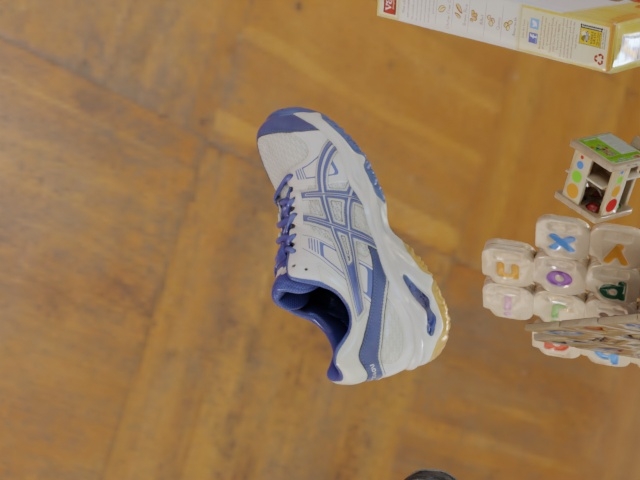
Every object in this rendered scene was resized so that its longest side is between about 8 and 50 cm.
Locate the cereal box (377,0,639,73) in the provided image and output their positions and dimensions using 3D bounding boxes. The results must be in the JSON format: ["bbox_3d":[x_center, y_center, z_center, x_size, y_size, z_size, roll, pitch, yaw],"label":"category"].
[{"bbox_3d":[0.191,-0.196,1.420,0.173,0.240,0.047,-19,121,-45],"label":"cereal box"}]

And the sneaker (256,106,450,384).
[{"bbox_3d":[0.000,0.000,1.602,0.131,0.296,0.112,-22,154,-23],"label":"sneaker"}]

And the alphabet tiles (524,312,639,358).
[{"bbox_3d":[0.385,0.099,1.697,0.285,0.342,0.011,11,79,-30],"label":"alphabet tiles"}]

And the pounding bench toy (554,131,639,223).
[{"bbox_3d":[0.260,-0.056,1.514,0.083,0.052,0.065,-13,128,-38],"label":"pounding bench toy"}]

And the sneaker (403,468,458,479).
[{"bbox_3d":[0.094,0.310,1.365,0.106,0.101,0.267,29,49,-54],"label":"sneaker"}]

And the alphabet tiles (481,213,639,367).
[{"bbox_3d":[0.315,0.059,1.830,0.278,0.284,0.021,80,23,-55],"label":"alphabet tiles"}]
